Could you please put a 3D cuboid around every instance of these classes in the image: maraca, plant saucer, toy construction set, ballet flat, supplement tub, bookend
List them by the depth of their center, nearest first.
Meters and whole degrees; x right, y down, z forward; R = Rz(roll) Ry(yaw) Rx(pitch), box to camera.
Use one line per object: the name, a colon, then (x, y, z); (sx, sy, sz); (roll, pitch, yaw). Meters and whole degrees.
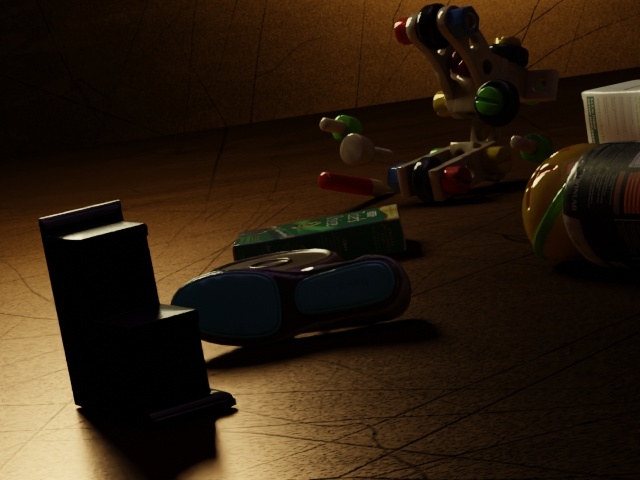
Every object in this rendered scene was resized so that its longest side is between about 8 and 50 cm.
bookend: (-0.144, 0.054, 1.481); (0.072, 0.157, 0.156); (-15, 9, -28)
supplement tub: (0.310, -0.030, 1.652); (0.117, 0.117, 0.190); (-15, 10, -32)
ballet flat: (-0.024, 0.059, 1.681); (0.213, 0.072, 0.068); (-8, -19, 11)
maraca: (0.251, -0.036, 1.809); (0.099, 0.127, 0.186); (40, 18, 18)
plant saucer: (-0.050, 0.036, 1.947); (0.168, 0.029, 0.168); (-11, 9, 2)
toy construction set: (0.175, -0.145, 2.472); (0.309, 0.257, 0.237); (-31, -24, 33)

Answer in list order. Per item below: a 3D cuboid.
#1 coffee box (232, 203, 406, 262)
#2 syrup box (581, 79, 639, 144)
coffee box: (0.000, 0.000, 2.084); (0.184, 0.040, 0.113); (-10, 8, 3)
syrup box: (0.446, -0.156, 2.436); (0.096, 0.093, 0.237); (-14, 9, -28)
